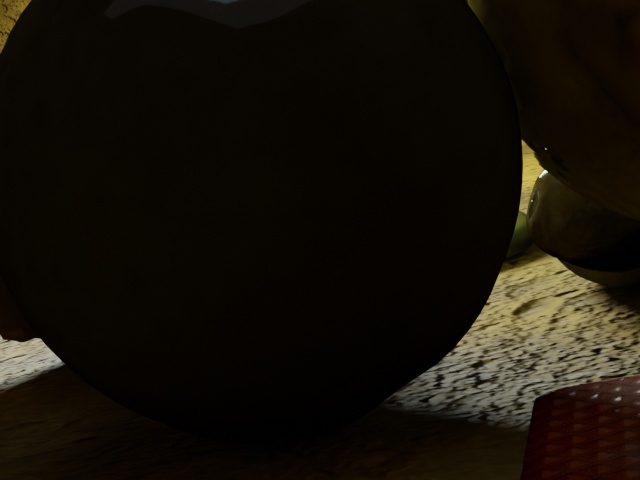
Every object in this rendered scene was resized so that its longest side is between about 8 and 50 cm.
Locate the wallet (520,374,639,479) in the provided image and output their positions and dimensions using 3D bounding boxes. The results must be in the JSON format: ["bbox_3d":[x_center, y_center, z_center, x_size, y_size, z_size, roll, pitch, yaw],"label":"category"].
[{"bbox_3d":[0.124,0.075,0.560,0.103,0.020,0.196,-7,7,11],"label":"wallet"}]

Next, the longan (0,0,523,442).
[{"bbox_3d":[-0.035,-0.035,0.708,0.258,0.258,0.258,-8,7,1],"label":"longan"}]

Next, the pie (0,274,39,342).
[{"bbox_3d":[-0.116,-0.016,0.909,0.273,0.069,0.273,-13,-32,-8],"label":"pie"}]

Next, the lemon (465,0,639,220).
[{"bbox_3d":[0.206,-0.140,0.765,0.297,0.297,0.297,-8,7,1],"label":"lemon"}]

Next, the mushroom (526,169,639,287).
[{"bbox_3d":[0.211,-0.024,1.020,0.107,0.087,0.333,-1,5,19],"label":"mushroom"}]

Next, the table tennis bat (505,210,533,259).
[{"bbox_3d":[0.000,0.000,1.237,0.368,0.054,0.224,4,15,44],"label":"table tennis bat"}]
